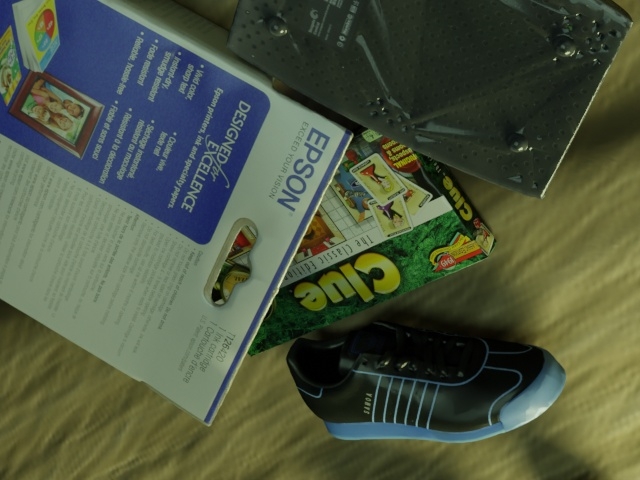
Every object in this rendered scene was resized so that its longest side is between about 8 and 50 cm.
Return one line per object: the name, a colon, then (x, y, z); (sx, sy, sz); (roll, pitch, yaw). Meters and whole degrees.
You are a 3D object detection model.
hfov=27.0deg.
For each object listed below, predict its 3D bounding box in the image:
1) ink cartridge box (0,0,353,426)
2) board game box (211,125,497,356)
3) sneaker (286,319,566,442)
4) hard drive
ink cartridge box: (-0.157, -0.047, 1.068); (0.307, 0.072, 0.304); (29, 119, 3)
board game box: (0.000, 0.000, 1.075); (0.259, 0.030, 0.136); (-26, 110, 36)
sneaker: (0.077, 0.107, 1.073); (0.232, 0.081, 0.090); (-13, 128, 33)
hard drive: (0.072, -0.150, 0.920); (0.254, 0.054, 0.172); (26, 130, 7)
